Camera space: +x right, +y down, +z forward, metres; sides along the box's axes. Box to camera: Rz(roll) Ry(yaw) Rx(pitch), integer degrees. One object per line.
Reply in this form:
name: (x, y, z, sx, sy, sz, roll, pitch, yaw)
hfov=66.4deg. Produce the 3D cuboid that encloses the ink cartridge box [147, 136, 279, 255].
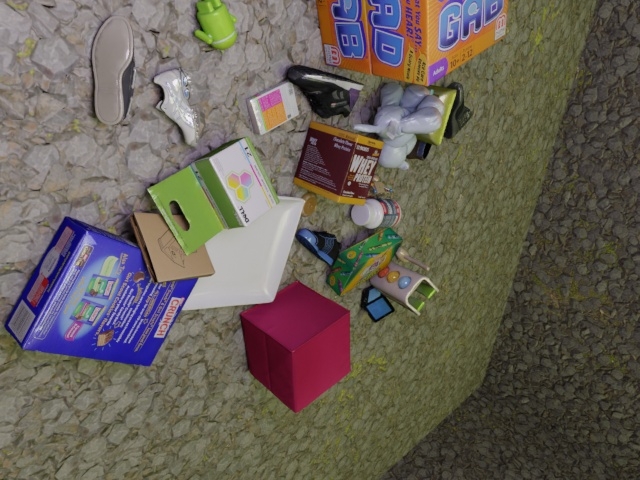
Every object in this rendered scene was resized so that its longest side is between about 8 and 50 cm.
ink cartridge box: (-0.244, -0.106, 1.165, 0.255, 0.097, 0.189, -42, 116, -39)

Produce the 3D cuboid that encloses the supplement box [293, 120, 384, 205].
supplement box: (0.051, -0.226, 1.430, 0.129, 0.191, 0.194, 1, 110, -49)

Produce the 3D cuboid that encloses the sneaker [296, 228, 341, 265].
sneaker: (0.000, 0.000, 1.607, 0.090, 0.081, 0.232, -58, 149, -9)

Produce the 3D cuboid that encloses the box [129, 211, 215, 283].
box: (-0.339, 0.015, 1.140, 0.021, 0.164, 0.201, -28, 170, 22)

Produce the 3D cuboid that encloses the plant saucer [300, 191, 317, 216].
plant saucer: (-0.036, -0.112, 1.543, 0.083, 0.015, 0.083, -26, 130, -37)

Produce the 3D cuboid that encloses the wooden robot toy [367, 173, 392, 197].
wooden robot toy: (0.182, -0.196, 1.721, 0.173, 0.076, 0.079, -8, 82, -46)

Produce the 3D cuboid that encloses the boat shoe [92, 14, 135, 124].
boat shoe: (-0.405, -0.334, 0.971, 0.065, 0.075, 0.206, -90, -170, -77)

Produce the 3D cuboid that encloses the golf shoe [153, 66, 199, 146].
golf shoe: (-0.321, -0.290, 1.088, 0.086, 0.069, 0.176, -16, 123, -19)

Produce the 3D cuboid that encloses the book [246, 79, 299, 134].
book: (-0.123, -0.352, 1.287, 0.144, 0.035, 0.096, -35, 132, -31)

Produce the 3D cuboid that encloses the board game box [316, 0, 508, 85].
board game box: (0.230, -0.656, 1.242, 0.356, 0.356, 0.356, -37, 136, -28)

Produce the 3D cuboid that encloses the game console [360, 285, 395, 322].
game console: (0.244, 0.248, 2.025, 0.144, 0.085, 0.124, -21, 127, -41)

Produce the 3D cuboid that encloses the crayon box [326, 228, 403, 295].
crayon box: (0.162, 0.074, 1.786, 0.278, 0.081, 0.165, -27, 153, -37)

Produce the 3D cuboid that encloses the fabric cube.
fabric cube: (-0.075, 0.330, 1.572, 0.254, 0.259, 0.258, -28, 129, -35)

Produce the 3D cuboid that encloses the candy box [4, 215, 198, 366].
candy box: (-0.473, 0.128, 1.105, 0.317, 0.122, 0.268, 32, 85, -51)

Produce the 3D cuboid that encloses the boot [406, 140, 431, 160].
boot: (0.378, -0.386, 1.775, 0.082, 0.106, 0.219, 31, 88, -52)

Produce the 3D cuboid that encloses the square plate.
square plate: (-0.221, 0.024, 1.388, 0.344, 0.049, 0.347, 2, 110, -50)

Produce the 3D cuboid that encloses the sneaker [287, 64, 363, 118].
sneaker: (0.013, -0.398, 1.353, 0.283, 0.107, 0.124, -7, 123, -50)

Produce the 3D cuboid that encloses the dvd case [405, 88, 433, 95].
dvd case: (0.326, -0.466, 1.650, 0.013, 0.119, 0.087, -1, 106, -35)

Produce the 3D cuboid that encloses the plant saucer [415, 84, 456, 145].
plant saucer: (0.355, -0.435, 1.666, 0.045, 0.188, 0.188, 2, 111, -34)

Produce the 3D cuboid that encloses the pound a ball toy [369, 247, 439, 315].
pound a ball toy: (0.325, 0.133, 1.912, 0.136, 0.319, 0.208, 43, 84, -25)

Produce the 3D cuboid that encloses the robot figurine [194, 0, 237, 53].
robot figurine: (-0.225, -0.471, 1.068, 0.101, 0.067, 0.115, -56, 144, -27)

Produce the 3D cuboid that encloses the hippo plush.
hippo plush: (0.268, -0.335, 1.577, 0.236, 0.234, 0.294, 83, 30, -50)

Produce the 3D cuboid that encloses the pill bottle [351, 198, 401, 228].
pill bottle: (0.197, -0.096, 1.744, 0.180, 0.108, 0.108, -5, 116, -48)

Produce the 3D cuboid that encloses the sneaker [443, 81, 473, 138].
sneaker: (0.528, -0.518, 1.888, 0.130, 0.087, 0.227, -40, 140, -28)
